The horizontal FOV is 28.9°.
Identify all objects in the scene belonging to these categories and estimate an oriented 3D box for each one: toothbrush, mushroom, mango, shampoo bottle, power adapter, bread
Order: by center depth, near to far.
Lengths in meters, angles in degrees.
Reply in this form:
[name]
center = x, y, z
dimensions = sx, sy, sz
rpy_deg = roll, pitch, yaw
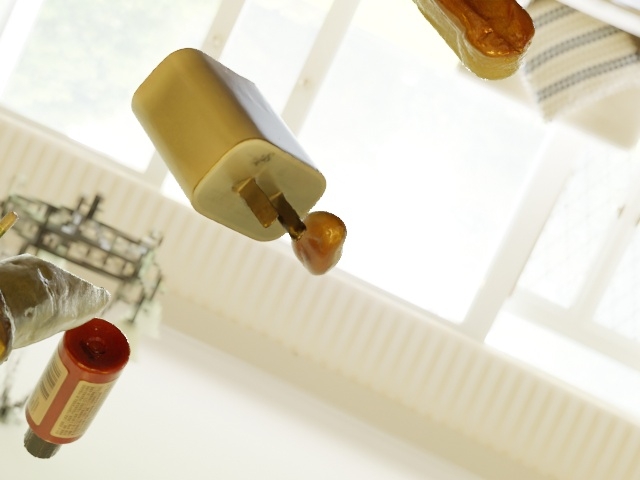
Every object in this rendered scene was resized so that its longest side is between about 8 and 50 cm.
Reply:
[mushroom]
center = -0.336, 0.069, 1.437
dimensions = 0.087, 0.107, 0.333
rpy_deg = 2, -172, 14
[power adapter]
center = -0.099, -0.095, 1.506
dimensions = 0.187, 0.124, 0.255
rpy_deg = 25, -156, -52
[mango]
center = 0.000, 0.000, 1.617
dimensions = 0.080, 0.060, 0.114
rpy_deg = 56, 156, 2
[bread]
center = 0.201, -0.332, 1.727
dimensions = 0.245, 0.102, 0.094
rpy_deg = 54, 166, 22
[toothbrush]
center = -0.525, 0.055, 1.780
dimensions = 0.018, 0.257, 0.024
rpy_deg = 43, -179, 22
[shampoo bottle]
center = -0.383, 0.237, 1.882
dimensions = 0.104, 0.278, 0.104
rpy_deg = 20, -139, -18
